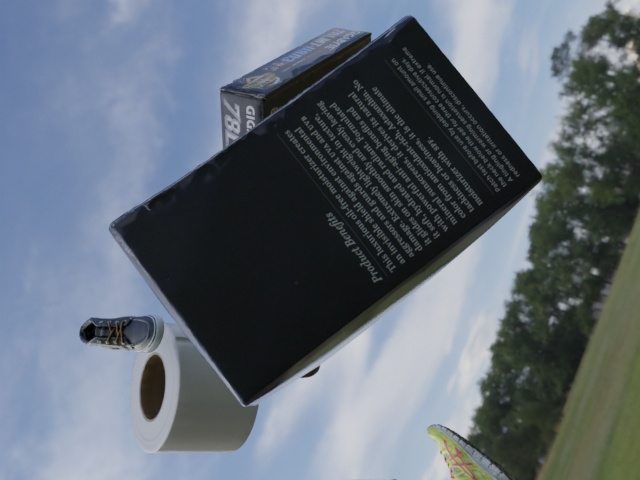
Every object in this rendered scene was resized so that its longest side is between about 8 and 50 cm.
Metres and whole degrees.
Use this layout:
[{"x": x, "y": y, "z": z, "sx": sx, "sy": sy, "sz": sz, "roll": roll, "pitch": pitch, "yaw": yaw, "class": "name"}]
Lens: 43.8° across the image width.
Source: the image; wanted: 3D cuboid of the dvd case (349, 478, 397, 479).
[{"x": 0.011, "y": 0.426, "z": 1.267, "sx": 0.179, "sy": 0.030, "sz": 0.239, "roll": -18, "pitch": -12, "yaw": -20, "class": "dvd case"}]

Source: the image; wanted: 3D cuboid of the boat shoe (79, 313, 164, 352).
[{"x": -0.347, "y": 0.162, "z": 1.381, "sx": 0.083, "sy": 0.183, "sz": 0.065, "roll": 13, "pitch": -109, "yaw": -39, "class": "boat shoe"}]

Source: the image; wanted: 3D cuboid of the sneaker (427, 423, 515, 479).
[{"x": 0.276, "y": 0.442, "z": 1.563, "sx": 0.094, "sy": 0.208, "sz": 0.081, "roll": -54, "pitch": -42, "yaw": -1, "class": "sneaker"}]

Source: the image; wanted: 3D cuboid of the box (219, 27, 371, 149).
[{"x": -0.023, "y": -0.109, "z": 1.088, "sx": 0.293, "sy": 0.073, "sz": 0.296, "roll": -43, "pitch": -39, "yaw": -50, "class": "box"}]

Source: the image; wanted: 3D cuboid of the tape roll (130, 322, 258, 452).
[{"x": -0.246, "y": 0.286, "z": 1.537, "sx": 0.169, "sy": 0.246, "sz": 0.246, "roll": 9, "pitch": -77, "yaw": -32, "class": "tape roll"}]

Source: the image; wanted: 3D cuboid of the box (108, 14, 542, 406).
[{"x": 0.000, "y": 0.000, "z": 0.738, "sx": 0.294, "sy": 0.183, "sz": 0.296, "roll": -36, "pitch": -7, "yaw": -9, "class": "box"}]

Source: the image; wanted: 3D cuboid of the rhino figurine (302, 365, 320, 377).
[{"x": -0.048, "y": 0.278, "z": 2.006, "sx": 0.243, "sy": 0.106, "sz": 0.073, "roll": -91, "pitch": -11, "yaw": -74, "class": "rhino figurine"}]
